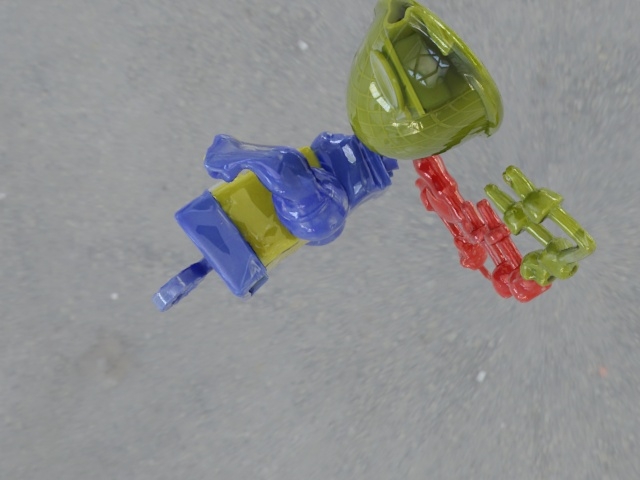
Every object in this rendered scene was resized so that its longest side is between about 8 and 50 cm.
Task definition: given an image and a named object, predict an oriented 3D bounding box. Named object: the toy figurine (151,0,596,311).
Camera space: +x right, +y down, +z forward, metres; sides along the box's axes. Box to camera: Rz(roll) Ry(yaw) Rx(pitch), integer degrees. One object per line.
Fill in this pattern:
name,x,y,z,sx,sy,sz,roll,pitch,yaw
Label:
toy figurine,0.000,0.000,0.850,0.217,0.362,0.191,-30,89,-3
